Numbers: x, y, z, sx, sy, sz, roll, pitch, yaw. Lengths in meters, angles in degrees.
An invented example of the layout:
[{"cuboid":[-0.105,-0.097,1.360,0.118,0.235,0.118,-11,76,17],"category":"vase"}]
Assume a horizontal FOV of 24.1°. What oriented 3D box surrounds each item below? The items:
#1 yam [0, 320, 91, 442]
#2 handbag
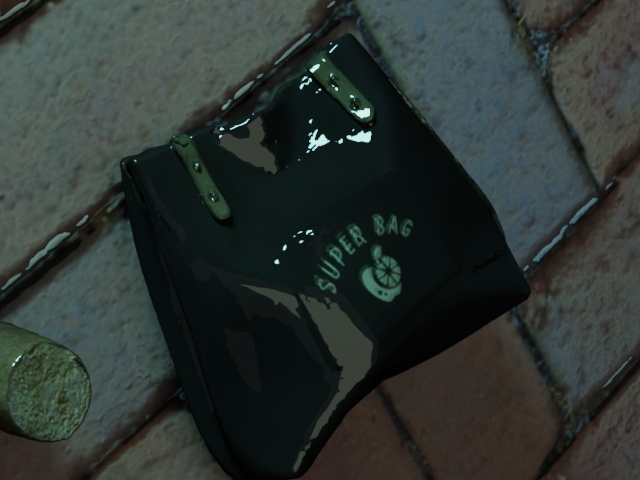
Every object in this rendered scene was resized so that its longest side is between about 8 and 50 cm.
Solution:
[{"cuboid":[-0.228,0.098,1.091,0.084,0.127,0.084,-4,97,-40],"category":"yam"},{"cuboid":[0.000,0.000,1.251,0.342,0.152,0.288,-35,101,-30],"category":"handbag"}]
